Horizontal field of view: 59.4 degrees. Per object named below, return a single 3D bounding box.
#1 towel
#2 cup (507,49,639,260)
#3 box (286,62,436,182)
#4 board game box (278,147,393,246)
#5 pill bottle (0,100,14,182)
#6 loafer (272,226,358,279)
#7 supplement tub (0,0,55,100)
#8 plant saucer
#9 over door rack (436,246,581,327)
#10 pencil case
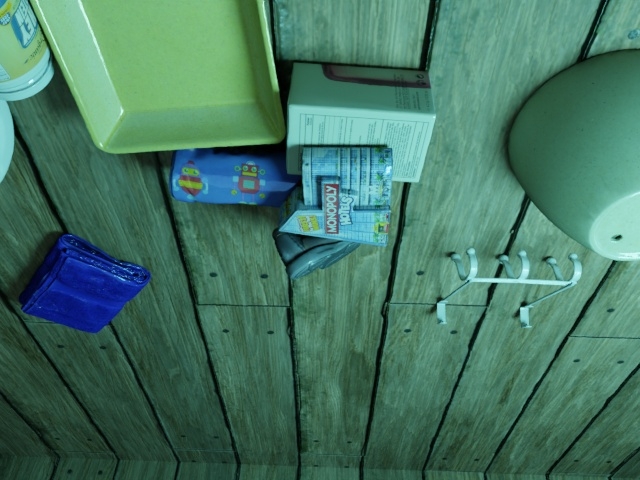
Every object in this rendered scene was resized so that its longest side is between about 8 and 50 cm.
[{"bbox_3d":[-0.586,0.125,1.374,0.227,0.076,0.308,30,131,-26],"label":"towel"},{"bbox_3d":[0.506,-0.107,0.941,0.330,0.237,0.331,1,139,1],"label":"cup"},{"bbox_3d":[0.062,-0.197,0.943,0.232,0.127,0.149,4,140,-1],"label":"box"},{"bbox_3d":[0.021,-0.069,0.954,0.193,0.060,0.194,-1,143,2],"label":"board game box"},{"bbox_3d":[-0.739,-0.189,0.935,0.360,0.204,0.204,6,138,-3],"label":"pill bottle"},{"bbox_3d":[0.000,0.000,1.111,0.109,0.302,0.095,-38,82,20],"label":"loafer"},{"bbox_3d":[-0.482,-0.310,0.804,0.144,0.145,0.200,3,158,-1],"label":"supplement tub"},{"bbox_3d":[-0.235,-0.301,0.868,0.332,0.081,0.333,-3,134,5],"label":"plant saucer"},{"bbox_3d":[0.411,0.102,1.290,0.239,0.108,0.324,3,152,0],"label":"over door rack"},{"bbox_3d":[-0.126,-0.122,1.042,0.305,0.133,0.120,5,106,-4],"label":"pencil case"}]
